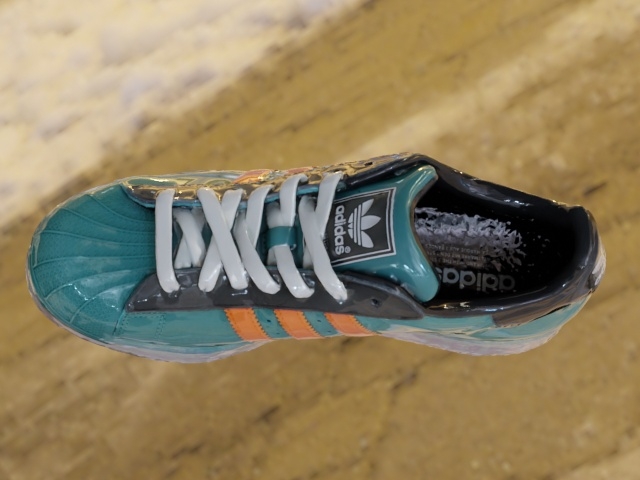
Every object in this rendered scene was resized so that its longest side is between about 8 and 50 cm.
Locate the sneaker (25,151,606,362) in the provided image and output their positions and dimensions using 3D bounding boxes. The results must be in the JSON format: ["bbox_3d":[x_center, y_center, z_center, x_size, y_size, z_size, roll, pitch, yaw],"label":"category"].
[{"bbox_3d":[0.000,0.000,0.995,0.302,0.108,0.121,0,-18,-9],"label":"sneaker"}]
